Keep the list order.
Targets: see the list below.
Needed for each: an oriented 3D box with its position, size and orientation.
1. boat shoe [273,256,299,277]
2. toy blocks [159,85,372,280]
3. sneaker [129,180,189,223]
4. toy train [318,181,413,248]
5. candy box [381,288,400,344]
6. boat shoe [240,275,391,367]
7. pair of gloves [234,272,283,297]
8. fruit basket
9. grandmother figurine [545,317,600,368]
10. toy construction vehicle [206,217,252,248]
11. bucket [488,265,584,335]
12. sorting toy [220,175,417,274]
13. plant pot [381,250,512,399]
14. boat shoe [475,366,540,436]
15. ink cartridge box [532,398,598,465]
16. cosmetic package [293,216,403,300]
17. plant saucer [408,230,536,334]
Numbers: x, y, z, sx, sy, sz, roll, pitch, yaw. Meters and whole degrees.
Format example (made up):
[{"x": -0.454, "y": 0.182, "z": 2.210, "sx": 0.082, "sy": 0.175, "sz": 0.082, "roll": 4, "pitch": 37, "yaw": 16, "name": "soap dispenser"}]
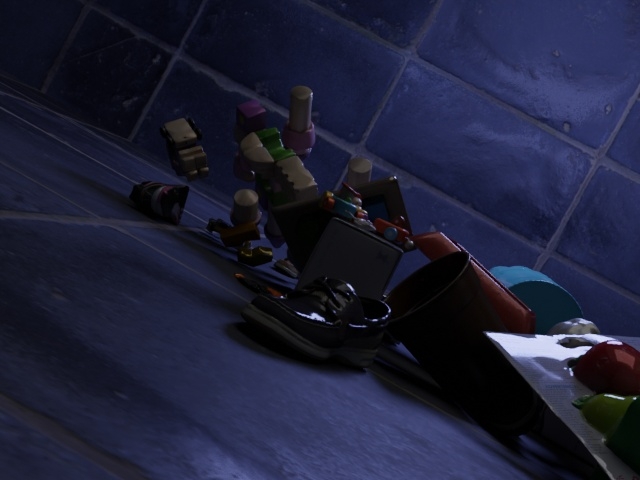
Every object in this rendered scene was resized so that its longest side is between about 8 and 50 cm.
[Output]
[{"x": -0.053, "y": 0.047, "z": 1.945, "sx": 0.050, "sy": 0.045, "sz": 0.135, "roll": 29, "pitch": 2, "yaw": 18, "name": "boat shoe"}, {"x": -0.100, "y": -0.081, "z": 1.799, "sx": 0.289, "sy": 0.308, "sz": 0.260, "roll": 55, "pitch": -26, "yaw": 34, "name": "toy blocks"}, {"x": -0.281, "y": -0.077, "z": 1.694, "sx": 0.077, "sy": 0.072, "sz": 0.178, "roll": 17, "pitch": -5, "yaw": 5, "name": "sneaker"}, {"x": 0.069, "y": -0.039, "z": 1.383, "sx": 0.125, "sy": 0.046, "sz": 0.166, "roll": 26, "pitch": 2, "yaw": 24, "name": "toy train"}, {"x": 0.076, "y": 0.109, "z": 1.830, "sx": 0.159, "sy": 0.071, "sz": 0.233, "roll": 28, "pitch": 3, "yaw": -9, "name": "candy box"}, {"x": 0.004, "y": 0.088, "z": 1.154, "sx": 0.102, "sy": 0.092, "sz": 0.285, "roll": 30, "pitch": 3, "yaw": 30, "name": "boat shoe"}, {"x": -0.086, "y": 0.072, "z": 1.449, "sx": 0.083, "sy": 0.010, "sz": 0.074, "roll": 26, "pitch": 3, "yaw": -32, "name": "pair of gloves"}, {"x": 0.425, "y": 0.233, "z": 1.287, "sx": 0.327, "sy": 0.166, "sz": 0.353, "roll": 4, "pitch": 22, "yaw": -28, "name": "fruit basket"}, {"x": 0.475, "y": 0.203, "z": 1.556, "sx": 0.342, "sy": 0.104, "sz": 0.207, "roll": 20, "pitch": -17, "yaw": -39, "name": "grandmother figurine"}, {"x": -0.181, "y": -0.009, "z": 1.879, "sx": 0.098, "sy": 0.035, "sz": 0.086, "roll": 31, "pitch": -9, "yaw": 1, "name": "toy construction vehicle"}, {"x": 0.466, "y": 0.198, "z": 2.245, "sx": 0.281, "sy": 0.281, "sz": 0.183, "roll": 29, "pitch": 3, "yaw": -5, "name": "bucket"}, {"x": 0.000, "y": 0.000, "z": 1.649, "sx": 0.229, "sy": 0.307, "sz": 0.041, "roll": 66, "pitch": 12, "yaw": -55, "name": "sorting toy"}, {"x": 0.191, "y": 0.130, "z": 1.414, "sx": 0.165, "sy": 0.167, "sz": 0.167, "roll": 54, "pitch": -2, "yaw": -10, "name": "plant pot"}, {"x": 0.279, "y": 0.232, "z": 1.420, "sx": 0.095, "sy": 0.095, "sz": 0.257, "roll": 51, "pitch": 7, "yaw": -11, "name": "boat shoe"}, {"x": 0.377, "y": 0.257, "z": 1.657, "sx": 0.272, "sy": 0.115, "sz": 0.198, "roll": 30, "pitch": 4, "yaw": 18, "name": "ink cartridge box"}, {"x": 0.041, "y": 0.059, "z": 1.441, "sx": 0.113, "sy": 0.160, "sz": 0.309, "roll": 28, "pitch": 1, "yaw": 5, "name": "cosmetic package"}, {"x": 0.277, "y": 0.075, "z": 1.679, "sx": 0.259, "sy": 0.048, "sz": 0.258, "roll": 43, "pitch": 7, "yaw": 14, "name": "plant saucer"}]
